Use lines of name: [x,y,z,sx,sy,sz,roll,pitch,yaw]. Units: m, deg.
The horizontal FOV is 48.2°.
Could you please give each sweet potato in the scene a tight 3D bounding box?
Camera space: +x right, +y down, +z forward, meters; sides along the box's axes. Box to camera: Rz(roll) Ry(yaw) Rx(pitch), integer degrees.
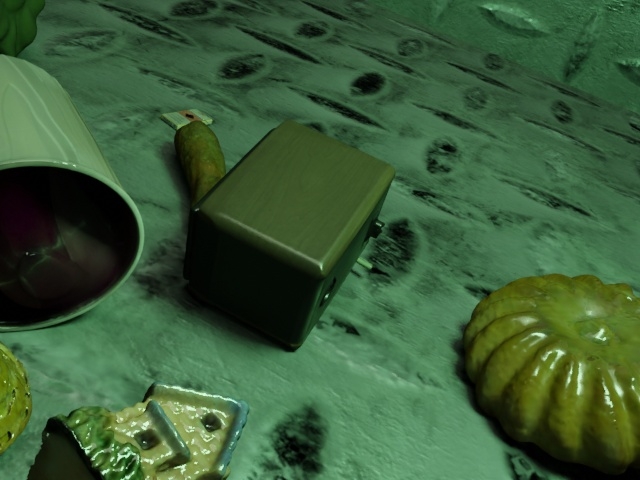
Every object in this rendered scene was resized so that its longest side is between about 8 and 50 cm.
sweet potato: [-0.176,-0.099,1.083,0.075,0.075,0.273,6,38,-23]

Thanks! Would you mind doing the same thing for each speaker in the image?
speaker: [-0.036,-0.013,0.901,0.193,0.153,0.231,27,44,9]

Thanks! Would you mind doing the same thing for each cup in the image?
cup: [-0.367,-0.049,0.771,0.289,0.208,0.273,-21,45,-17]

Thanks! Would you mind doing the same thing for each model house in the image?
model house: [-0.105,0.212,0.543,0.172,0.166,0.183,-13,56,-49]

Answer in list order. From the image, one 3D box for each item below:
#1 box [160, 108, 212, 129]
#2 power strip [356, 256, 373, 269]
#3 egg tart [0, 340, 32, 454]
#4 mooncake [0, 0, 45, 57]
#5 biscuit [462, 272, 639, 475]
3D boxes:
box: [-0.239,-0.218,1.283,0.046,0.012,0.083,35,35,25]
power strip: [0.000,0.000,1.051,0.175,0.042,0.075,30,30,16]
egg tart: [-0.342,0.125,0.618,0.191,0.074,0.191,17,31,-11]
mooncake: [-0.579,-0.434,1.132,0.188,0.351,0.351,13,29,9]
biscuit: [0.343,0.144,0.913,0.326,0.107,0.325,2,35,-1]
